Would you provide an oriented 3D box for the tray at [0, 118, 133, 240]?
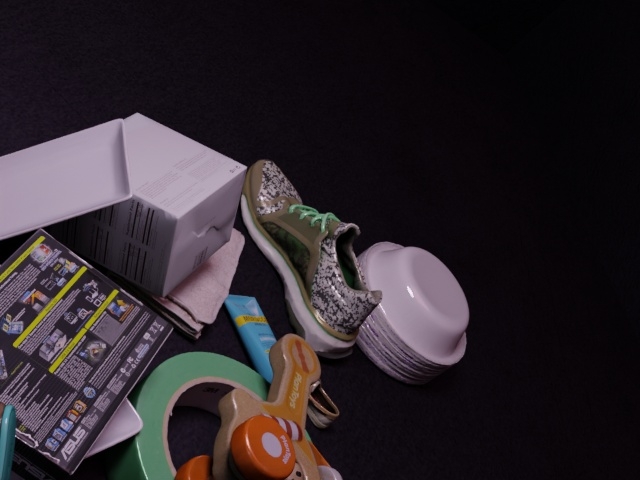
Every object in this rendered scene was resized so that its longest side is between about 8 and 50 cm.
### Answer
[{"bbox_3d":[-0.377,-0.064,1.218,0.030,0.270,0.145,68,6,-55],"label":"tray"}]

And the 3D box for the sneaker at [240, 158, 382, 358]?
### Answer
[{"bbox_3d":[0.000,0.000,1.670,0.158,0.182,0.410,2,54,-51],"label":"sneaker"}]

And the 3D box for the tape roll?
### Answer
[{"bbox_3d":[-0.137,0.308,1.254,0.321,0.077,0.321,32,35,-26],"label":"tape roll"}]

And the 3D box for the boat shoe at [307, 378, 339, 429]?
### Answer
[{"bbox_3d":[-0.017,0.244,1.511,0.135,0.045,0.050,52,30,4],"label":"boat shoe"}]

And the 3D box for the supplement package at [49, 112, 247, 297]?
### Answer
[{"bbox_3d":[-0.253,-0.057,1.352,0.203,0.149,0.194,27,35,14],"label":"supplement package"}]

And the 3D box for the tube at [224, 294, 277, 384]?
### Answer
[{"bbox_3d":[-0.096,0.173,1.494,0.080,0.052,0.207,17,37,-53],"label":"tube"}]

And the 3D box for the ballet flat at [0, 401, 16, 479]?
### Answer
[{"bbox_3d":[-0.362,0.322,0.881,0.124,0.116,0.342,-1,79,-10],"label":"ballet flat"}]

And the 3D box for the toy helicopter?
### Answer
[{"bbox_3d":[-0.038,0.262,1.231,0.235,0.140,0.355,41,29,-18],"label":"toy helicopter"}]

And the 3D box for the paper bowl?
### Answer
[{"bbox_3d":[0.179,0.128,1.800,0.284,0.148,0.284,34,34,-27],"label":"paper bowl"}]

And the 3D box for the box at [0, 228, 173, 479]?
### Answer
[{"bbox_3d":[-0.325,0.133,1.084,0.216,0.060,0.270,37,36,-6],"label":"box"}]

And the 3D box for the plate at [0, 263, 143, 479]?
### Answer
[{"bbox_3d":[-0.389,0.169,1.076,0.277,0.045,0.278,52,37,13],"label":"plate"}]

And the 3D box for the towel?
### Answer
[{"bbox_3d":[-0.225,0.020,1.488,0.187,0.049,0.282,39,32,-18],"label":"towel"}]
